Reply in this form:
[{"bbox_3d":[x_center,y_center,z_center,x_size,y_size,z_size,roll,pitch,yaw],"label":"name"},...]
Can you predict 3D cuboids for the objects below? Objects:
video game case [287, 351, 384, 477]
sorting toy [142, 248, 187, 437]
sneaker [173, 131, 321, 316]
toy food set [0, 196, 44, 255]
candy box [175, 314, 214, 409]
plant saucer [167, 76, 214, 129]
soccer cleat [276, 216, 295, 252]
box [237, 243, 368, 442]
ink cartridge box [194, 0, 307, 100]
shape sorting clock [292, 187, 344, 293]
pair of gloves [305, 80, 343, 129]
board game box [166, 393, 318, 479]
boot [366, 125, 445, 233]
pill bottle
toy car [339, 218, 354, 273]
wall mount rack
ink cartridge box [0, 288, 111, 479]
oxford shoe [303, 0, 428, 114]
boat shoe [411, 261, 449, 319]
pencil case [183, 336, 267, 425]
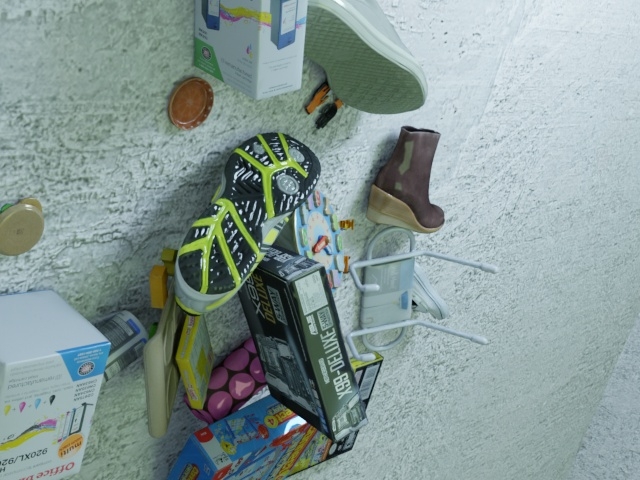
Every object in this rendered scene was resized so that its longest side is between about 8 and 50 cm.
[{"bbox_3d":[0.020,0.399,2.105,0.248,0.035,0.275,-10,124,-47],"label":"video game case"},{"bbox_3d":[-0.252,0.136,1.487,0.229,0.041,0.307,-78,173,-56],"label":"sorting toy"},{"bbox_3d":[-0.132,-0.037,1.489,0.384,0.145,0.147,-53,-179,-40],"label":"sneaker"},{"bbox_3d":[-0.420,-0.017,1.264,0.082,0.020,0.083,-24,133,-38],"label":"toy food set"},{"bbox_3d":[-0.216,0.206,1.592,0.206,0.027,0.105,89,7,-57],"label":"candy box"},{"bbox_3d":[-0.198,-0.209,1.392,0.083,0.013,0.083,-31,138,-33],"label":"plant saucer"},{"bbox_3d":[-0.042,0.018,1.699,0.068,0.076,0.196,-34,138,-30],"label":"soccer cleat"},{"bbox_3d":[-0.044,0.163,1.578,0.076,0.242,0.307,-25,113,-24],"label":"box"},{"bbox_3d":[-0.100,-0.328,1.296,0.093,0.154,0.212,-22,132,-38],"label":"ink cartridge box"},{"bbox_3d":[0.000,0.000,1.682,0.206,0.040,0.206,-6,90,-66],"label":"shape sorting clock"},{"bbox_3d":[0.006,-0.239,1.619,0.074,0.010,0.083,-51,147,-12],"label":"pair of gloves"},{"bbox_3d":[-0.154,0.428,1.785,0.302,0.086,0.308,-21,151,-40],"label":"board game box"},{"bbox_3d":[0.210,-0.124,1.883,0.248,0.090,0.207,4,115,-48],"label":"boot"},{"bbox_3d":[-0.344,0.180,1.456,0.137,0.078,0.078,-37,140,-26],"label":"pill bottle"},{"bbox_3d":[0.042,0.011,1.848,0.040,0.060,0.122,3,101,-4],"label":"toy car"},{"bbox_3d":[0.210,0.134,1.980,0.304,0.130,0.350,-10,128,-13],"label":"wall mount rack"},{"bbox_3d":[-0.433,0.216,1.297,0.171,0.168,0.232,-7,122,-49],"label":"ink cartridge box"},{"bbox_3d":[0.061,-0.330,1.512,0.449,0.169,0.130,32,53,-57],"label":"oxford shoe"},{"bbox_3d":[0.223,0.125,2.116,0.076,0.083,0.226,-42,131,-5],"label":"boat shoe"},{"bbox_3d":[-0.154,0.265,1.730,0.209,0.095,0.098,-39,107,-20],"label":"pencil case"}]
